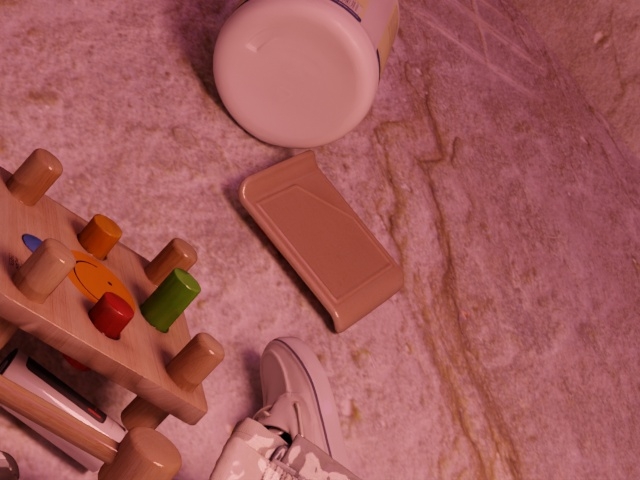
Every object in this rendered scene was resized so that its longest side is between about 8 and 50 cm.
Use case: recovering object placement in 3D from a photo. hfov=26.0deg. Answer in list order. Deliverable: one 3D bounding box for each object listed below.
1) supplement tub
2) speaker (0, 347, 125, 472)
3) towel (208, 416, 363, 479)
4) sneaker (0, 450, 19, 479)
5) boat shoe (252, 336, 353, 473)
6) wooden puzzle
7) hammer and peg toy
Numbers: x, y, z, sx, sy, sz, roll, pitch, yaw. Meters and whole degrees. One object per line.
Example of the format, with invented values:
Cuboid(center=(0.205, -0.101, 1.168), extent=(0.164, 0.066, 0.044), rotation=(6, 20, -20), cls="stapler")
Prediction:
Cuboid(center=(-0.010, -0.303, 2.029), extent=(0.235, 0.235, 0.325), rotation=(41, 31, -13), cls="supplement tub")
Cuboid(center=(-0.257, 0.166, 1.347), extent=(0.136, 0.055, 0.055), rotation=(40, 31, -14), cls="speaker")
Cuboid(center=(0.000, 0.352, 1.295), extent=(0.312, 0.056, 0.324), rotation=(34, 46, -12), cls="towel")
Cuboid(center=(-0.336, 0.253, 1.130), extent=(0.229, 0.086, 0.132), rotation=(-5, 63, -43), cls="sneaker")
Cuboid(center=(-0.035, 0.219, 1.545), extent=(0.088, 0.096, 0.267), rotation=(4, 52, -28), cls="boat shoe")
Cuboid(center=(0.000, 0.000, 1.894), extent=(0.238, 0.044, 0.221), rotation=(55, 30, 3), cls="wooden puzzle")
Cuboid(center=(-0.221, 0.073, 1.336), extent=(0.266, 0.127, 0.361), rotation=(35, 17, -29), cls="hammer and peg toy")
